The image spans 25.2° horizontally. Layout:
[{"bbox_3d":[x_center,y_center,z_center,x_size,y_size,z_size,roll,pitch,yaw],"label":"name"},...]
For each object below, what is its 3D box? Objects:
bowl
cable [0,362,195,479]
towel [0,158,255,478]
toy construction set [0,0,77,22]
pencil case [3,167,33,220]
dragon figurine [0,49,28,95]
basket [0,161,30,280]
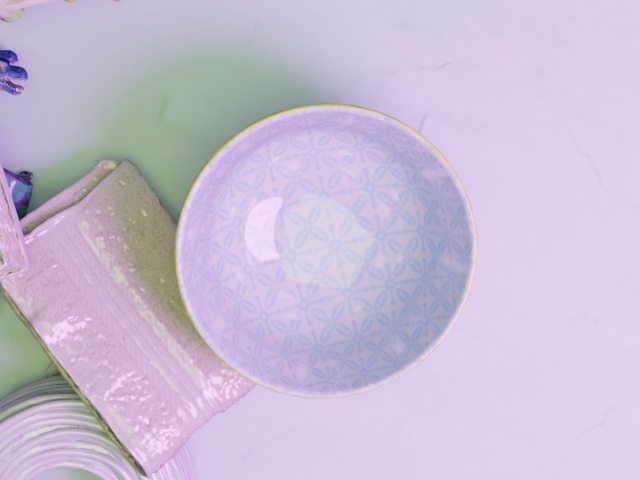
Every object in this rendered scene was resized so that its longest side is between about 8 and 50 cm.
[{"bbox_3d":[0.000,0.000,1.431,0.290,0.156,0.289,-1,100,-5],"label":"bowl"},{"bbox_3d":[-0.256,0.269,1.491,0.257,0.089,0.257,-39,102,2],"label":"cable"},{"bbox_3d":[-0.188,0.071,1.433,0.187,0.049,0.282,-39,95,-23],"label":"towel"},{"bbox_3d":[-0.402,-0.235,1.331,0.328,0.151,0.215,-34,76,-15],"label":"toy construction set"},{"bbox_3d":[-0.341,-0.004,1.444,0.064,0.070,0.151,15,98,-44],"label":"pencil case"},{"bbox_3d":[-0.430,-0.129,1.401,0.289,0.085,0.144,-1,101,-6],"label":"dragon figurine"},{"bbox_3d":[-0.348,-0.033,1.319,0.113,0.103,0.167,-18,93,-4],"label":"basket"}]
